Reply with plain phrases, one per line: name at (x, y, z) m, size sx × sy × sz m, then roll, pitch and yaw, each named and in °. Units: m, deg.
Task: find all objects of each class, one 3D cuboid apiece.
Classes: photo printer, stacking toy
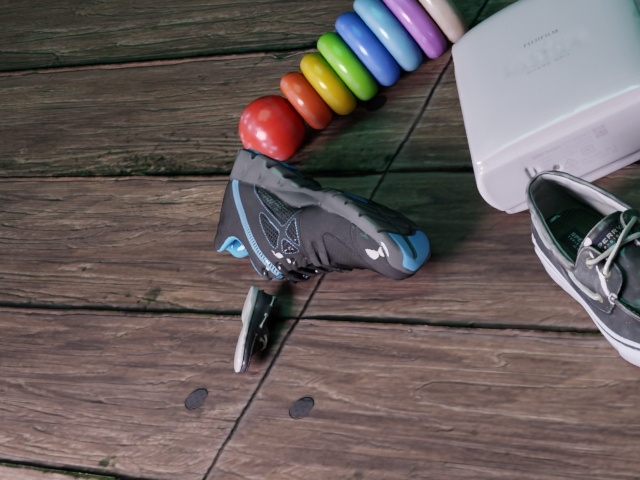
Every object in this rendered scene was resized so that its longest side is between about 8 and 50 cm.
photo printer at (0.286, -0.194, 2.189) m, size 0.256 × 0.107 × 0.307 m, roll -24°, pitch 36°, yaw 16°
stacking toy at (0.030, -0.224, 2.434) m, size 0.330 × 0.141 × 0.141 m, roll -40°, pitch 34°, yaw 2°

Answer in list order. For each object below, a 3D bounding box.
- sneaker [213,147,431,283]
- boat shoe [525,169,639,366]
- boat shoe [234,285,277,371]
sneaker at (0.000, 0.000, 2.224) m, size 0.341 × 0.125 × 0.140 m, roll 25°, pitch 94°, yaw 49°
boat shoe at (0.304, 0.028, 1.898) m, size 0.121 × 0.119 × 0.335 m, roll -41°, pitch 35°, yaw -8°
boat shoe at (-0.077, 0.108, 2.196) m, size 0.125 × 0.038 × 0.046 m, roll -81°, pitch 12°, yaw -47°
